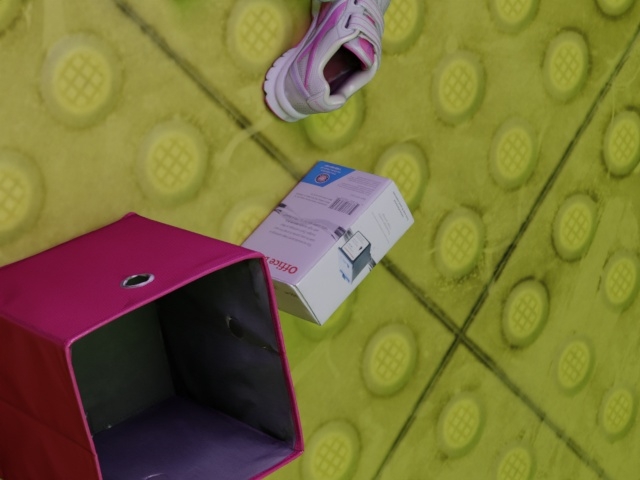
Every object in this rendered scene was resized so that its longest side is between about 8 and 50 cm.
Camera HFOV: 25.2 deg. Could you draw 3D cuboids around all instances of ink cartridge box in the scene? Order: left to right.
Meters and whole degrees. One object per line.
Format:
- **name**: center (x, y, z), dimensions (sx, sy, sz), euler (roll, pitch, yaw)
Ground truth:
- **ink cartridge box**: center (0.000, 0.000, 1.781), dimensions (0.191, 0.139, 0.082), euler (-49, 129, -20)

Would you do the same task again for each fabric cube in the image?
- **fabric cube**: center (-0.209, 0.142, 1.559), dimensions (0.254, 0.258, 0.259), euler (-25, 116, -33)

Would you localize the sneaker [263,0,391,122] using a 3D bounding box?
- **sneaker**: center (0.038, -0.252, 1.770), dimensions (0.103, 0.111, 0.252), euler (35, 77, -40)
